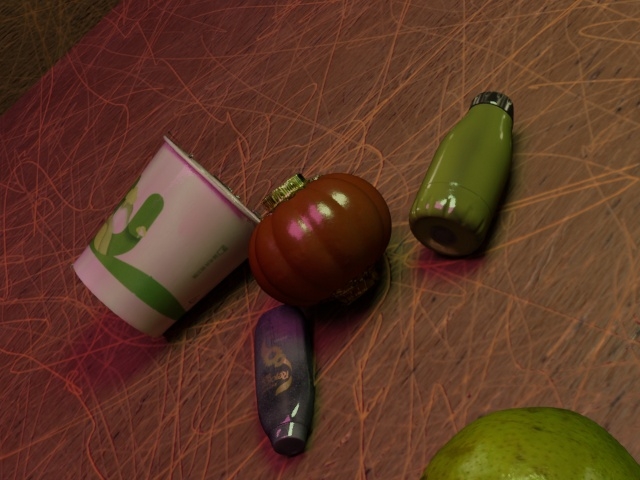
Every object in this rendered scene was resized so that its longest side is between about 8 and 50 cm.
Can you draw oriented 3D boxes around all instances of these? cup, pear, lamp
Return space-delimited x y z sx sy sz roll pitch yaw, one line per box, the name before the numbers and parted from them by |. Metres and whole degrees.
cup | -0.247 0.002 1.415 0.274 0.253 0.253 -48 38 0
pear | 0.209 0.250 0.872 0.288 0.139 0.239 -10 37 29
lamp | 0.000 0.000 1.236 0.223 0.196 0.223 -36 -1 -1

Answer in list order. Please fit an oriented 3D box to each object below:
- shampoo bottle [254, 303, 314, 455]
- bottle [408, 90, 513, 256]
shampoo bottle | -0.051 0.191 1.196 0.087 0.049 0.233 -27 39 17
bottle | 0.217 -0.106 1.236 0.112 0.112 0.260 -1 51 38
